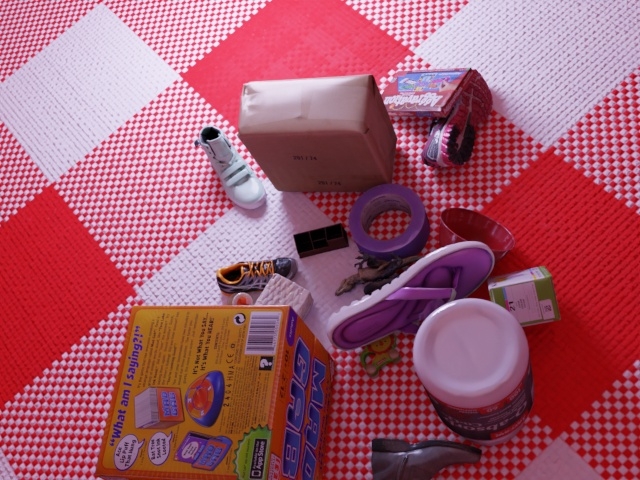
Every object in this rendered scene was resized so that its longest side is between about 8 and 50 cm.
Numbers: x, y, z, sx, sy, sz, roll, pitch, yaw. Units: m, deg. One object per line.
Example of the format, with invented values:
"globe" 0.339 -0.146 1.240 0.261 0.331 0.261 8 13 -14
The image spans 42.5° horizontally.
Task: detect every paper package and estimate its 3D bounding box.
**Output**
"paper package" 0.002 -0.255 2.037 0.325 0.309 0.168 0 65 18

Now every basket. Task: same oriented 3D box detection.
"basket" -0.101 0.176 1.945 0.113 0.103 0.167 27 73 8

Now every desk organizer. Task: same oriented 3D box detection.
"desk organizer" 0.000 0.000 2.054 0.130 0.050 0.047 -14 60 10

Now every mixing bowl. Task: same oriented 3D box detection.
"mixing bowl" 0.343 0.012 1.889 0.181 0.181 0.098 37 122 30

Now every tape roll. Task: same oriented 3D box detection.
"tape roll" 0.168 -0.039 2.005 0.189 0.080 0.189 -8 60 14

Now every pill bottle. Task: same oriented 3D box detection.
"pill bottle" 0.313 0.275 1.624 0.210 0.363 0.210 -8 60 14

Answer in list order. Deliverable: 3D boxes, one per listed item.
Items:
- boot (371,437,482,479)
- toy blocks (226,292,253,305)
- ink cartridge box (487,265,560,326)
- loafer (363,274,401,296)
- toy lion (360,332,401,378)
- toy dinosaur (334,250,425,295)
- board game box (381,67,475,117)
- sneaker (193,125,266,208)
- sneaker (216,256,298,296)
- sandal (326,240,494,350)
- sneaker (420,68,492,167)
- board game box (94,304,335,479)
"boot" 0.215 0.500 1.714 0.246 0.083 0.161 -4 69 22
"toy blocks" -0.202 0.181 1.969 0.123 0.054 0.148 -54 16 -13
"ink cartridge box" 0.371 0.135 1.772 0.255 0.189 0.097 -12 92 11
"loafer" 0.213 0.116 1.918 0.220 0.080 0.078 -18 72 15
"toy lion" 0.134 0.253 1.891 0.100 0.034 0.096 -33 51 -1
"toy dinosaur" 0.149 0.062 1.934 0.268 0.118 0.064 -15 65 10
"board game box" 0.256 -0.379 2.113 0.281 0.027 0.145 13 65 55
"sneaker" -0.244 -0.196 2.178 0.094 0.151 0.256 -37 60 -6
"sneaker" -0.160 0.084 2.042 0.215 0.083 0.084 -16 58 7
"sandal" 0.210 0.150 1.818 0.416 0.169 0.102 -32 43 16
"sneaker" 0.341 -0.314 2.081 0.112 0.121 0.299 -6 48 50
"board game box" -0.199 0.365 1.743 0.356 0.356 0.356 -1 63 17
